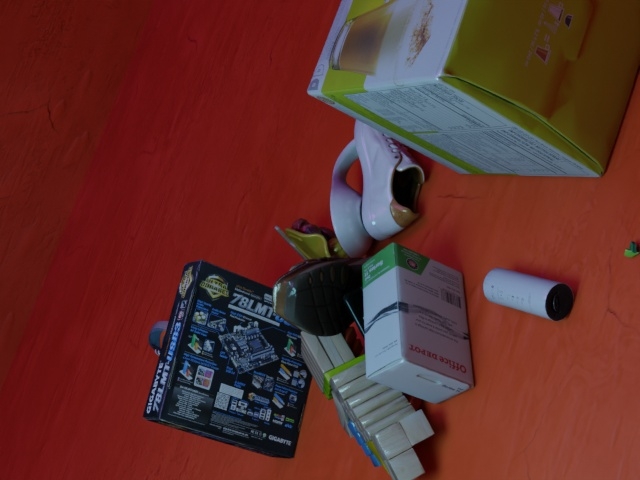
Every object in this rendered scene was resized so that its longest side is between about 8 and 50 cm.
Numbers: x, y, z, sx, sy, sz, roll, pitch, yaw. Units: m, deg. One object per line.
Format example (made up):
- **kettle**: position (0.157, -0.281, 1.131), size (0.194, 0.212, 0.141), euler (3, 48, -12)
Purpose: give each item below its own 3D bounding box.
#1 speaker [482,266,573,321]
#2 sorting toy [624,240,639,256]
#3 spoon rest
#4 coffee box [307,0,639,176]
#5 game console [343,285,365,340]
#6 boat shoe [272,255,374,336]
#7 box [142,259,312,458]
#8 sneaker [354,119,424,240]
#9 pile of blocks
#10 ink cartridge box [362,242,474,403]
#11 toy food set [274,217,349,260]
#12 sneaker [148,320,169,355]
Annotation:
- **speaker**: position (0.296, 0.076, 1.314), size (0.136, 0.055, 0.055), euler (15, 82, 60)
- **sorting toy**: position (0.434, -0.005, 1.196), size (0.083, 0.012, 0.062), euler (-19, 58, 47)
- **spoon rest**: position (0.062, -0.086, 1.743), size (0.084, 0.137, 0.276), euler (-12, 47, 28)
- **coffee box**: position (0.248, -0.312, 1.381), size (0.334, 0.338, 0.337), euler (8, 77, 59)
- **game console**: position (0.092, 0.133, 1.487), size (0.122, 0.107, 0.071), euler (61, 148, 9)
- **boat shoe**: position (0.004, 0.085, 1.519), size (0.120, 0.324, 0.122), euler (8, 95, 28)
- **box**: position (-0.148, 0.221, 1.674), size (0.073, 0.295, 0.293), euler (-14, 58, 51)
- **sneaker**: position (0.140, -0.148, 1.687), size (0.123, 0.106, 0.290), euler (-27, 58, 41)
- **pile of blocks**: position (0.090, 0.259, 1.489), size (0.112, 0.149, 0.362), euler (-25, 40, -14)
- **ink cartridge box**: position (0.148, 0.130, 1.414), size (0.087, 0.153, 0.208), euler (-37, 39, 40)
- **toy food set**: position (0.000, 0.000, 1.784), size (0.071, 0.128, 0.218), euler (-47, 24, -9)
- **sneaker**: position (-0.324, 0.259, 2.109), size (0.302, 0.108, 0.121), euler (-8, 58, 54)
